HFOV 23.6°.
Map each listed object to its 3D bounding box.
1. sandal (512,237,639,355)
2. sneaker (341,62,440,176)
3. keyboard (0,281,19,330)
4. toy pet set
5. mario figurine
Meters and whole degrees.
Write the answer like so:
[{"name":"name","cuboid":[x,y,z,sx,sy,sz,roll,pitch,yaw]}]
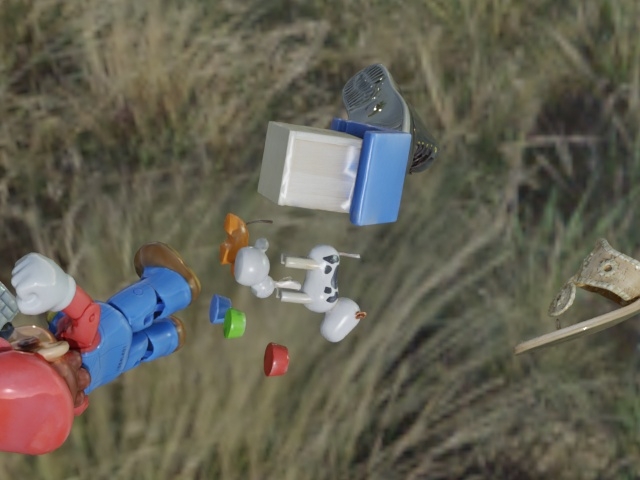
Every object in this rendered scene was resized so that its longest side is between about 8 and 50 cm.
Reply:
[{"name":"sandal","cuboid":[0.276,0.032,1.376,0.240,0.088,0.079,-17,80,0]},{"name":"sneaker","cuboid":[0.090,-0.100,1.662,0.083,0.118,0.222,-33,29,19]},{"name":"keyboard","cuboid":[-0.414,0.135,1.617,0.014,0.072,0.256,-17,31,51]},{"name":"toy pet set","cuboid":[0.000,0.000,0.720,0.065,0.114,0.122,7,9,-19]},{"name":"mario figurine","cuboid":[-0.270,0.094,1.551,0.170,0.198,0.320,-5,15,33]}]
